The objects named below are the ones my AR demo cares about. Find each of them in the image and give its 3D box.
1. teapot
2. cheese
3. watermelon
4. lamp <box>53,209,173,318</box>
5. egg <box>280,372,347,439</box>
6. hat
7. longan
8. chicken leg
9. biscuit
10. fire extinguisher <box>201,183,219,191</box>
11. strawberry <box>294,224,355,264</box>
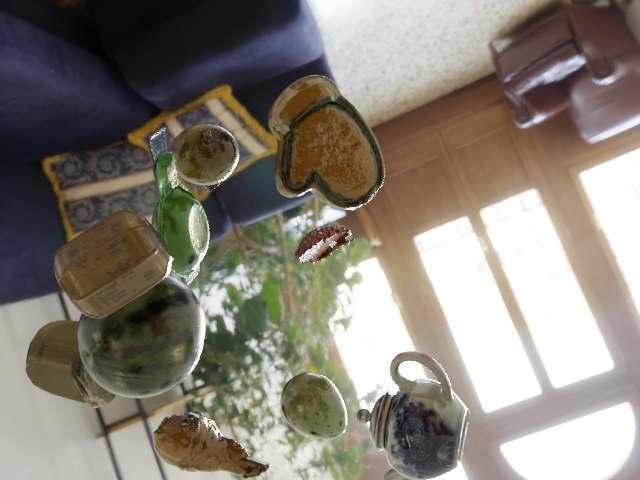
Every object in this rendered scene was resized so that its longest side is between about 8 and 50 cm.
[{"bbox_3d":[0.229,0.475,1.848,0.280,0.424,0.252,9,-158,17],"label":"teapot"},{"bbox_3d":[-0.296,-0.066,1.464,0.083,0.320,0.204,-6,-159,14],"label":"cheese"},{"bbox_3d":[-0.408,0.216,1.645,0.285,0.285,0.285,-21,174,-2],"label":"watermelon"},{"bbox_3d":[-0.368,0.041,1.283,0.185,0.161,0.161,-35,175,-7],"label":"lamp"},{"bbox_3d":[-0.016,0.502,2.161,0.177,0.228,0.177,-48,180,0],"label":"egg"},{"bbox_3d":[-0.615,0.312,1.835,0.245,0.214,0.149,15,166,-25],"label":"hat"},{"bbox_3d":[-0.267,-0.205,1.670,0.155,0.145,0.176,-41,178,-30],"label":"longan"},{"bbox_3d":[-0.361,0.681,2.415,0.409,0.182,0.295,22,180,-11],"label":"chicken leg"},{"bbox_3d":[0.003,-0.218,1.747,0.287,0.344,0.057,-39,-168,-22],"label":"biscuit"},{"bbox_3d":[-0.342,-0.208,1.980,0.064,0.158,0.043,-30,-158,17],"label":"fire extinguisher"},{"bbox_3d":[-0.002,-0.004,2.152,0.167,0.087,0.208,-36,163,15],"label":"strawberry"}]
